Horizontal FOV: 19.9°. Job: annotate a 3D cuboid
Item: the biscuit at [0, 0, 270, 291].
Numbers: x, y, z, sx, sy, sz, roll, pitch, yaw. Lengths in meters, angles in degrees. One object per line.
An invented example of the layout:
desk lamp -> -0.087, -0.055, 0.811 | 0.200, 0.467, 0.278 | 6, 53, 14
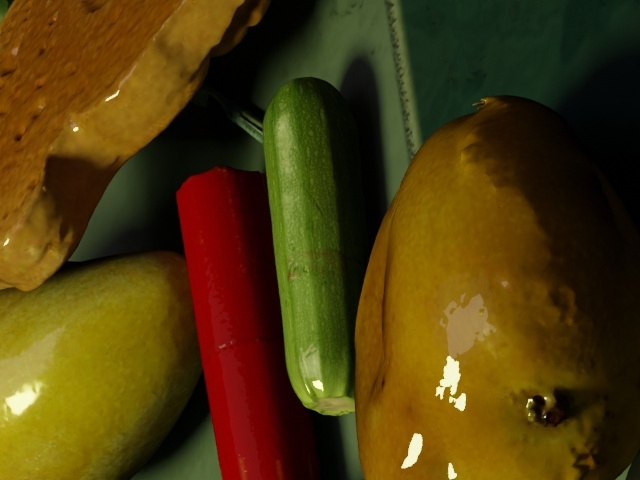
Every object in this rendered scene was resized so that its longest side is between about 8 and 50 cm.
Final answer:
biscuit -> -0.151, -0.165, 1.350 | 0.455, 0.078, 0.350 | -52, 32, 9

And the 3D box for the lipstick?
lipstick -> -0.043, 0.084, 1.204 | 0.073, 0.073, 0.279 | -45, 47, 48

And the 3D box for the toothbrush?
toothbrush -> -0.058, -0.088, 1.342 | 0.219, 0.016, 0.019 | 37, 116, 59

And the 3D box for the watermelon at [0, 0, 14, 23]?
watermelon -> -0.305, -0.186, 1.703 | 0.140, 0.141, 0.187 | -64, 32, 29

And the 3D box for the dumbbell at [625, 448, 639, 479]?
dumbbell -> 0.139, 0.202, 0.715 | 0.388, 0.185, 0.185 | -57, 36, 37

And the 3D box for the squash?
squash -> 0.000, 0.000, 1.156 | 0.066, 0.066, 0.229 | -40, 48, 51

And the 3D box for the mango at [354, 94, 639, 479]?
mango -> 0.094, 0.022, 0.900 | 0.236, 0.136, 0.166 | -101, 19, -56

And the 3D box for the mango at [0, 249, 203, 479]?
mango -> -0.215, 0.109, 1.377 | 0.384, 0.221, 0.199 | -26, 95, 40
